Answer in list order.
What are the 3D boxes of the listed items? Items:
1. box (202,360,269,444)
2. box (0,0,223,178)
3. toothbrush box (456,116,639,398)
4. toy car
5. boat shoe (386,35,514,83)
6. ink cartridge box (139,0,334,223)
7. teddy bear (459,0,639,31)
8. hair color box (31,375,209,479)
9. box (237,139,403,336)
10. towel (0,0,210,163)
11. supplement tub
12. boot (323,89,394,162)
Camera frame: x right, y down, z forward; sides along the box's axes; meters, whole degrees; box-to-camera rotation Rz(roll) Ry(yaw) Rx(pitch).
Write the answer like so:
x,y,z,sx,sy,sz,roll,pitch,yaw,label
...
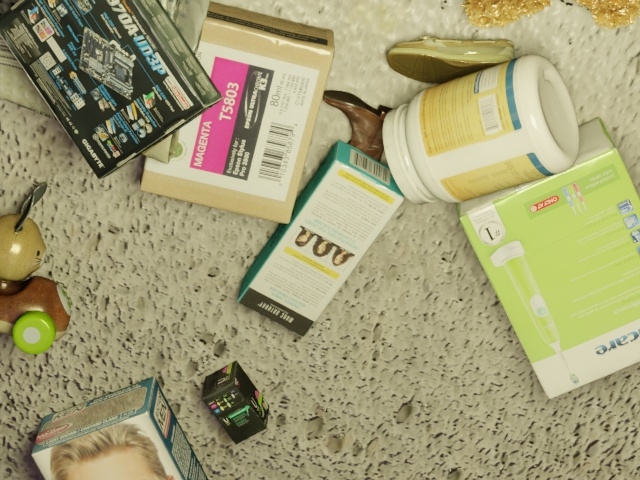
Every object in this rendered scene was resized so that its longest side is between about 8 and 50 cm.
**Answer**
x,y,z,sx,sy,sz,roll,pitch,yaw,label
-0.111,0.213,2.008,0.052,0.062,0.083,-30,110,13,box
-0.240,-0.203,1.710,0.175,0.051,0.220,-31,96,29,box
0.316,0.024,1.893,0.206,0.122,0.283,-25,110,10,toothbrush box
-0.367,0.023,1.888,0.149,0.155,0.188,16,100,-7,toy car
0.157,-0.223,1.831,0.153,0.048,0.056,2,149,5,boat shoe
-0.102,-0.156,1.834,0.193,0.088,0.234,12,114,-6,ink cartridge box
0.227,-0.357,1.747,0.338,0.113,0.245,-3,102,7,teddy bear
-0.232,0.373,2.056,0.174,0.105,0.347,-21,111,9,hair color box
0.000,0.000,1.898,0.100,0.060,0.244,29,119,-12,box
-0.282,-0.273,1.750,0.324,0.056,0.312,20,113,12,towel
0.189,-0.126,1.796,0.200,0.144,0.144,-16,114,28,supplement tub
0.033,-0.121,1.879,0.106,0.037,0.114,19,117,-10,boot
